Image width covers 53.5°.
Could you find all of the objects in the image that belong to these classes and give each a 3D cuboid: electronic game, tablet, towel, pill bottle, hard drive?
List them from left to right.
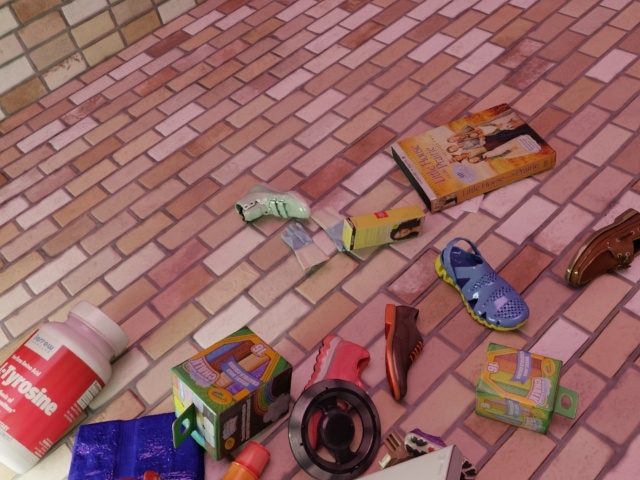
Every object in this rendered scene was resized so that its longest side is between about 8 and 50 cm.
[{"bbox_3d":[-0.691,0.358,1.618,0.229,0.229,0.407,22,58,27],"label":"pill bottle"},{"bbox_3d":[-0.430,0.510,1.494,0.309,0.076,0.227,-6,45,-7],"label":"towel"},{"bbox_3d":[0.035,0.431,1.443,0.229,0.048,0.229,7,72,-23],"label":"electronic game"},{"bbox_3d":[0.131,0.527,1.262,0.308,0.040,0.203,-32,9,29],"label":"hard drive"},{"bbox_3d":[0.459,-0.118,1.922,0.054,0.006,0.083,13,53,22],"label":"tablet"}]

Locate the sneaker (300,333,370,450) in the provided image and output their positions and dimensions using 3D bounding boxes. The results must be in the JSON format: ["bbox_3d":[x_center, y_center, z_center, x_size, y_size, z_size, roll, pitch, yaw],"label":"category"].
[{"bbox_3d":[0.035,0.369,1.526,0.136,0.115,0.313,11,54,16],"label":"sneaker"}]

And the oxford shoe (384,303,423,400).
[{"bbox_3d":[0.211,0.271,1.587,0.099,0.096,0.271,0,50,5],"label":"oxford shoe"}]

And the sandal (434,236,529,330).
[{"bbox_3d":[0.413,0.105,1.657,0.126,0.138,0.317,-32,52,-17],"label":"sandal"}]

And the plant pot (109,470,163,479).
[{"bbox_3d":[-0.402,0.589,1.323,0.174,0.191,0.191,-14,48,-10],"label":"plant pot"}]

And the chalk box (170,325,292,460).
[{"bbox_3d":[-0.233,0.369,1.489,0.289,0.180,0.179,-26,47,-37],"label":"chalk box"}]

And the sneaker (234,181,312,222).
[{"bbox_3d":[-0.152,-0.091,1.972,0.256,0.094,0.151,21,51,39],"label":"sneaker"}]

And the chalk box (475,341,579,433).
[{"bbox_3d":[0.472,0.341,1.441,0.213,0.132,0.132,11,54,21],"label":"chalk box"}]

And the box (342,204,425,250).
[{"bbox_3d":[0.182,-0.038,1.826,0.232,0.087,0.058,-11,46,-16],"label":"box"}]

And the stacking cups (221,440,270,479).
[{"bbox_3d":[-0.216,0.594,1.402,0.096,0.096,0.316,20,57,27],"label":"stacking cups"}]

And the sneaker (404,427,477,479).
[{"bbox_3d":[0.273,0.471,1.420,0.170,0.068,0.071,29,24,18],"label":"sneaker"}]

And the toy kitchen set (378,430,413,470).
[{"bbox_3d":[0.147,0.485,1.437,0.068,0.083,0.075,-57,49,19],"label":"toy kitchen set"}]

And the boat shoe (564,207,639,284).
[{"bbox_3d":[0.772,0.023,1.662,0.307,0.110,0.104,-36,51,-18],"label":"boat shoe"}]

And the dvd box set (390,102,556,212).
[{"bbox_3d":[0.474,-0.272,2.011,0.421,0.062,0.307,-20,47,-5],"label":"dvd box set"}]

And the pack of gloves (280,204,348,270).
[{"bbox_3d":[0.000,0.000,1.909,0.195,0.046,0.232,-25,39,-10],"label":"pack of gloves"}]
